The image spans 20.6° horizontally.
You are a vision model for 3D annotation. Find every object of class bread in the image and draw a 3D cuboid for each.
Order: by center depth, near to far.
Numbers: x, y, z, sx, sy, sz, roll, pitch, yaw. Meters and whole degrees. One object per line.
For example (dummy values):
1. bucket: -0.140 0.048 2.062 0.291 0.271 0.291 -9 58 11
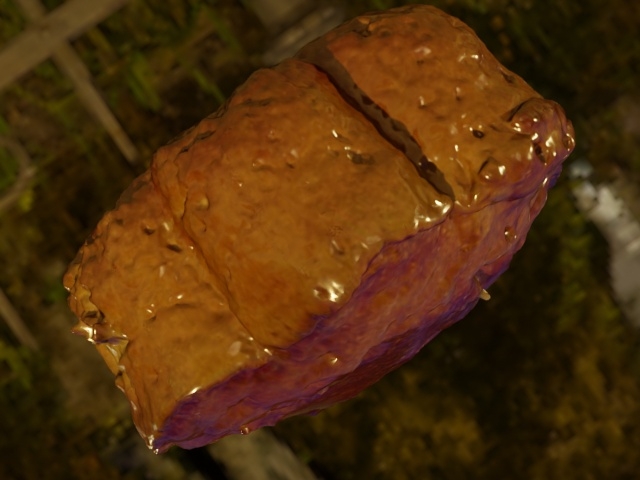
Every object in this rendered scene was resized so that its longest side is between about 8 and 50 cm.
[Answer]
1. bread: -0.004 0.003 0.789 0.232 0.135 0.246 -36 177 -39
